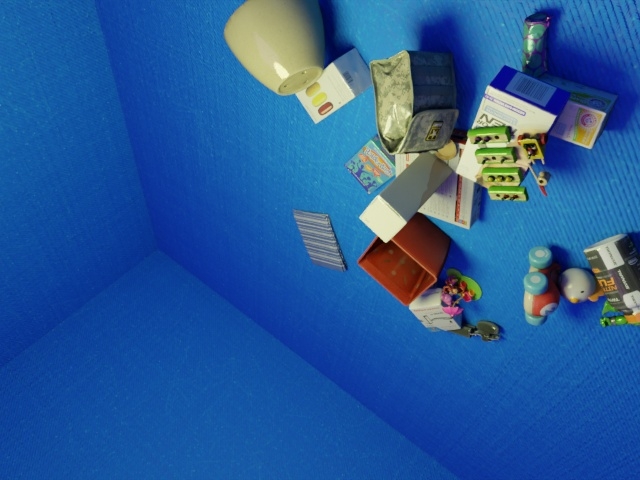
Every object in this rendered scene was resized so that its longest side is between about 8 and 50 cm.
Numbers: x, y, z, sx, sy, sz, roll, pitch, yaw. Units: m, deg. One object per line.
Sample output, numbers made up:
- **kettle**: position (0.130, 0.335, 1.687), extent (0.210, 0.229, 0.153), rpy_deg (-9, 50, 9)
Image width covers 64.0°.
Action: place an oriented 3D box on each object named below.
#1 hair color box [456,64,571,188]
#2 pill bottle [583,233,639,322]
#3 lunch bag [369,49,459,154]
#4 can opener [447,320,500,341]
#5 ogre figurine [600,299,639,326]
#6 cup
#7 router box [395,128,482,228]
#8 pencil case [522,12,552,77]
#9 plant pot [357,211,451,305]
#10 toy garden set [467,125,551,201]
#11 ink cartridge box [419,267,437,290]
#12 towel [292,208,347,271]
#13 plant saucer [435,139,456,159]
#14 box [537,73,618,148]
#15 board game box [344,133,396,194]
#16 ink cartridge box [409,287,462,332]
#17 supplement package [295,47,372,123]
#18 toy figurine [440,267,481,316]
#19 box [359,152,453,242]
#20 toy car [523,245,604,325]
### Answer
- **hair color box**: position (0.511, -0.282, 1.397), extent (0.185, 0.110, 0.339), rpy_deg (31, 154, 18)
- **pill bottle**: position (0.888, 0.114, 1.497), extent (0.130, 0.130, 0.246), rpy_deg (-35, 77, 57)
- **lunch bag**: position (0.285, -0.396, 1.509), extent (0.168, 0.235, 0.288), rpy_deg (2, 102, 48)
- **can opener**: position (0.638, 0.372, 2.191), extent (0.280, 0.074, 0.093), rpy_deg (7, 96, 43)
- **ogre figurine**: position (0.955, 0.191, 1.592), extent (0.118, 0.096, 0.197), rpy_deg (17, 93, 30)
- **cup**: position (-0.115, -0.619, 1.665), extent (0.331, 0.330, 0.237), rpy_deg (-30, 83, 56)
- **router box**: position (0.408, -0.233, 1.772), extent (0.301, 0.082, 0.336), rpy_deg (24, 141, 31)
- **pencil case**: position (0.560, -0.504, 1.327), extent (0.070, 0.064, 0.152), rpy_deg (34, 149, 47)
- **plant pot**: position (0.348, 0.046, 1.997), extent (0.267, 0.236, 0.267), rpy_deg (41, 147, 6)
- **toy garden set**: position (0.513, -0.189, 1.362), extent (0.203, 0.049, 0.244), rpy_deg (8, 140, 46)
- **ink cartridge box**: position (0.363, 0.139, 2.240), extent (0.310, 0.065, 0.186), rpy_deg (20, 140, 31)
- **towel**: position (0.000, 0.000, 2.531), extent (0.243, 0.040, 0.336), rpy_deg (12, 132, 44)
- **plant saucer**: position (0.396, -0.296, 1.627), extent (0.083, 0.015, 0.084), rpy_deg (29, 141, 27)
- **box**: position (0.652, -0.345, 1.357), extent (0.203, 0.103, 0.114), rpy_deg (29, 144, 25)
- **board game box**: position (0.203, -0.288, 1.974), extent (0.160, 0.047, 0.210), rpy_deg (48, 146, -2)
- **ink cartridge box**: position (0.487, 0.297, 2.165), extent (0.148, 0.086, 0.203), rpy_deg (-15, 134, 36)
- **supplement package**: position (0.050, -0.537, 1.800), extent (0.139, 0.134, 0.244), rpy_deg (54, 146, -11)
- **toy figurine**: position (0.535, 0.221, 2.045), extent (0.173, 0.159, 0.130), rpy_deg (48, 147, -2)
- **box**: position (0.277, -0.148, 1.643), extent (0.121, 0.311, 0.148), rpy_deg (44, 147, 4)
- **toy car**: position (0.798, 0.160, 1.668), extent (0.237, 0.210, 0.219), rpy_deg (6, 142, 29)
